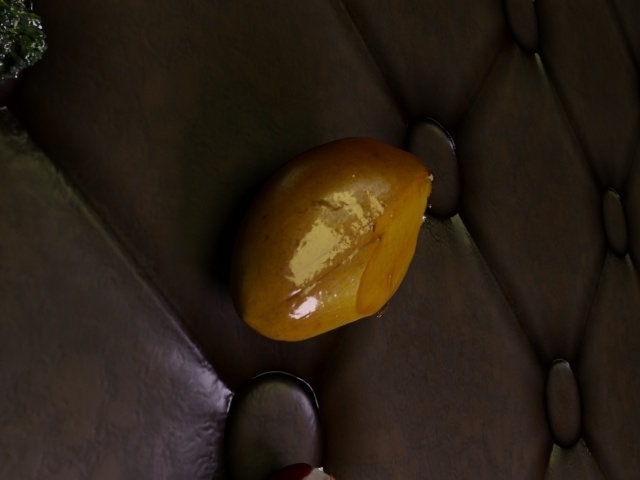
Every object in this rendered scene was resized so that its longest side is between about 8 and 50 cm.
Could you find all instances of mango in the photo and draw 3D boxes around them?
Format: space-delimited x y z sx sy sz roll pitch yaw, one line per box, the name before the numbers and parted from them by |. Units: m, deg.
mango | 0.000 0.000 0.824 0.257 0.138 0.187 -25 118 -47

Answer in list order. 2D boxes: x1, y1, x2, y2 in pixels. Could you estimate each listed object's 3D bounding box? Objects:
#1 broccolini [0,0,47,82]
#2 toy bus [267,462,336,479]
broccolini | -0.354 -0.245 0.527 0.392 0.079 0.074 39 64 -29
toy bus | -0.042 0.280 0.749 0.077 0.079 0.174 58 42 -9
